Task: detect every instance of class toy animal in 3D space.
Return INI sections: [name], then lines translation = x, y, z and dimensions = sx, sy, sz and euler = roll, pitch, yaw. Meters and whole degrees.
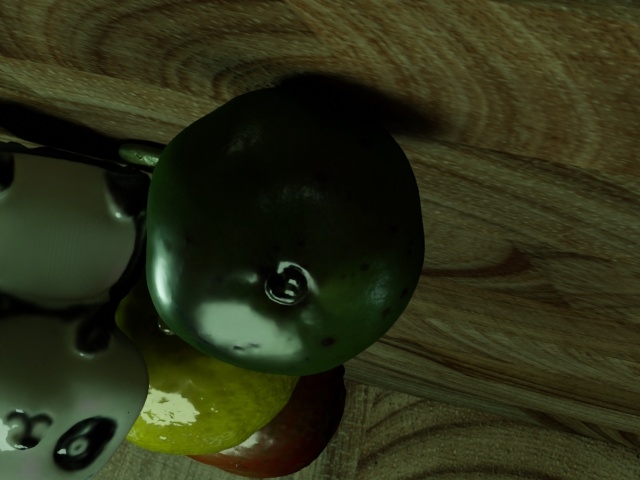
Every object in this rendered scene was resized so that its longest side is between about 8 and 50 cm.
[toy animal]
translation = -0.264, 0.074, 1.640
dimensions = 0.251, 0.310, 0.251
euler = 12, -177, -1

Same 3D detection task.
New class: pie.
[pie]
translation = -0.128, -0.063, 1.590
dimensions = 0.085, 0.017, 0.085
euler = 16, 175, 2

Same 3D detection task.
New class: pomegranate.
[pomegranate]
translation = -0.027, -0.017, 1.246
dimensions = 0.187, 0.187, 0.225
euler = 17, -161, -15

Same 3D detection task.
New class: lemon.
[lemon]
translation = -0.126, 0.081, 1.805
dimensions = 0.240, 0.240, 0.219
euler = 14, 168, 2

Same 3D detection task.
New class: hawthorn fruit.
[hawthorn fruit]
translation = -0.122, 0.125, 2.039
dimensions = 0.300, 0.254, 0.254
euler = 2, 171, 7
